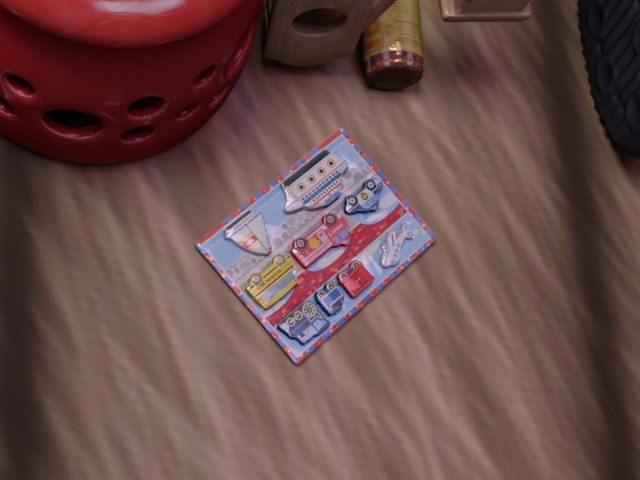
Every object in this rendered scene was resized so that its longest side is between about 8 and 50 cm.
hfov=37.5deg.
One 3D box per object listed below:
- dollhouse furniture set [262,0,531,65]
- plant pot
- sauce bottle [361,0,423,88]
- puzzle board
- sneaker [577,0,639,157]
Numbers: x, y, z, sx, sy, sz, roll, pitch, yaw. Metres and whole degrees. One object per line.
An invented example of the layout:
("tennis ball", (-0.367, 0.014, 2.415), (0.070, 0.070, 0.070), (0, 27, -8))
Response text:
("dollhouse furniture set", (0.039, -0.215, 0.593), (0.160, 0.101, 0.182), (-3, 74, -11))
("plant pot", (-0.120, -0.158, 0.511), (0.191, 0.174, 0.191), (4, 73, -14))
("sauce bottle", (0.045, -0.167, 0.632), (0.042, 0.042, 0.128), (2, 73, -16))
("puzzle board", (0.000, 0.000, 0.589), (0.128, 0.011, 0.096), (-40, 90, -22))
("sneaker", (0.257, -0.211, 0.669), (0.131, 0.112, 0.319), (2, 76, -13))
